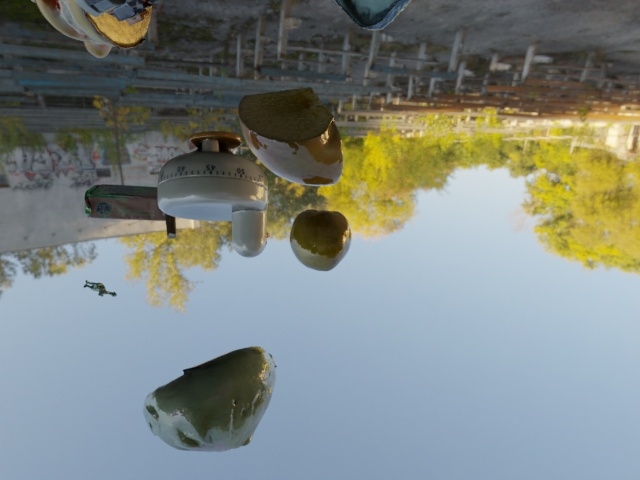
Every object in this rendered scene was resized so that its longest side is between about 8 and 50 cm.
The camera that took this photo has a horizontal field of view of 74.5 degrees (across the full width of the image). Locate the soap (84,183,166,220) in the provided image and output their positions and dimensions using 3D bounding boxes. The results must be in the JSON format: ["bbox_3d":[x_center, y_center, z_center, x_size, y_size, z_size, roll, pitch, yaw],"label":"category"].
[{"bbox_3d":[-0.635,-0.130,1.442,0.273,0.098,0.218,3,-164,-13],"label":"soap"}]

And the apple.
[{"bbox_3d":[-0.066,-0.285,1.171,0.314,0.252,0.309,28,-149,-40],"label":"apple"}]

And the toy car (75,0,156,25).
[{"bbox_3d":[-0.331,-0.434,0.544,0.193,0.301,0.118,5,-129,35],"label":"toy car"}]

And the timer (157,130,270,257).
[{"bbox_3d":[-0.223,-0.083,0.897,0.233,0.240,0.233,-2,173,0],"label":"timer"}]

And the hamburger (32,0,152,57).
[{"bbox_3d":[-0.545,-0.595,1.011,0.186,0.261,0.303,10,160,16],"label":"hamburger"}]

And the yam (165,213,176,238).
[{"bbox_3d":[-0.440,-0.072,1.233,0.032,0.032,0.145,-4,-121,-21],"label":"yam"}]

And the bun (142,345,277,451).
[{"bbox_3d":[-0.220,0.362,0.910,0.293,0.293,0.187,-12,-113,-38],"label":"bun"}]

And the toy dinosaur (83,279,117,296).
[{"bbox_3d":[-0.452,0.097,0.868,0.062,0.021,0.083,21,-177,-30],"label":"toy dinosaur"}]

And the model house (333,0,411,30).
[{"bbox_3d":[0.165,-0.564,0.828,0.184,0.253,0.291,45,-143,-2],"label":"model house"}]

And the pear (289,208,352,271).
[{"bbox_3d":[0.000,0.000,1.358,0.209,0.209,0.209,3,-161,-1],"label":"pear"}]
